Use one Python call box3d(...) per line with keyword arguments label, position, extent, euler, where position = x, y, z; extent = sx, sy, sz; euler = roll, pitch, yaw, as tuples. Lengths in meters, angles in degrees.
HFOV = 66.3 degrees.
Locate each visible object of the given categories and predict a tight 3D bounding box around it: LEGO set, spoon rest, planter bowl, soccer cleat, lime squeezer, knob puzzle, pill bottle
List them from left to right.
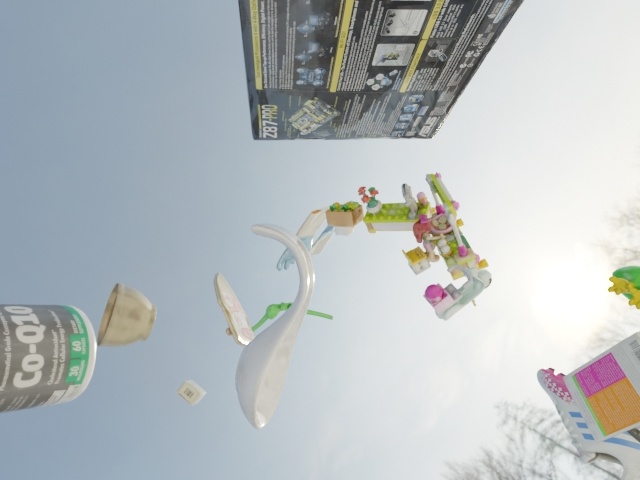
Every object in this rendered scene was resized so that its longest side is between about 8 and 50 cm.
box3d(label="pill bottle", position=(-0.621, 0.214, 0.880), extent=(0.361, 0.204, 0.204), euler=(13, -89, -58))
box3d(label="planter bowl", position=(-0.485, 0.197, 1.245), extent=(0.109, 0.162, 0.161), euler=(19, -93, -28))
box3d(label="knob puzzle", position=(-0.207, 0.162, 1.118), extent=(0.030, 0.213, 0.213), euler=(-27, -58, -1))
box3d(label="spoon rest", position=(-0.059, 0.117, 0.660), extent=(0.137, 0.084, 0.276), euler=(-21, -64, -75))
box3d(label="lime squeezer", position=(-0.118, 0.262, 1.688), extent=(0.059, 0.311, 0.109), euler=(-84, -18, -69))
box3d(label="LEGO set", position=(0.107, -0.031, 0.637), extent=(0.132, 0.287, 0.107), euler=(-38, -49, -8))
box3d(label="soccer cleat", position=(0.639, 0.446, 1.195), extent=(0.116, 0.331, 0.143), euler=(38, -88, -36))

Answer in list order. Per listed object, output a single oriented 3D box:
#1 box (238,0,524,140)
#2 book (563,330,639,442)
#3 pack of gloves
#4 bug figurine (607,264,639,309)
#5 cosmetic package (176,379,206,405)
box3d(label="box", position=(0.056, -0.259, 0.656), extent=(0.319, 0.395, 0.097), euler=(-4, -105, -5))
box3d(label="book", position=(0.396, 0.194, 0.645), extent=(0.035, 0.096, 0.144), euler=(-6, -34, -23))
box3d(label="pack of gloves", position=(0.000, 0.000, 1.214), extent=(0.195, 0.046, 0.232), euler=(-20, -25, -46))
box3d(label="bug figurine", position=(0.391, 0.041, 0.413), extent=(0.279, 0.216, 0.072), euler=(-38, -42, -14))
box3d(label="cosmetic package", position=(-0.355, 0.420, 1.355), extent=(0.041, 0.060, 0.115), euler=(-50, -6, -16))
